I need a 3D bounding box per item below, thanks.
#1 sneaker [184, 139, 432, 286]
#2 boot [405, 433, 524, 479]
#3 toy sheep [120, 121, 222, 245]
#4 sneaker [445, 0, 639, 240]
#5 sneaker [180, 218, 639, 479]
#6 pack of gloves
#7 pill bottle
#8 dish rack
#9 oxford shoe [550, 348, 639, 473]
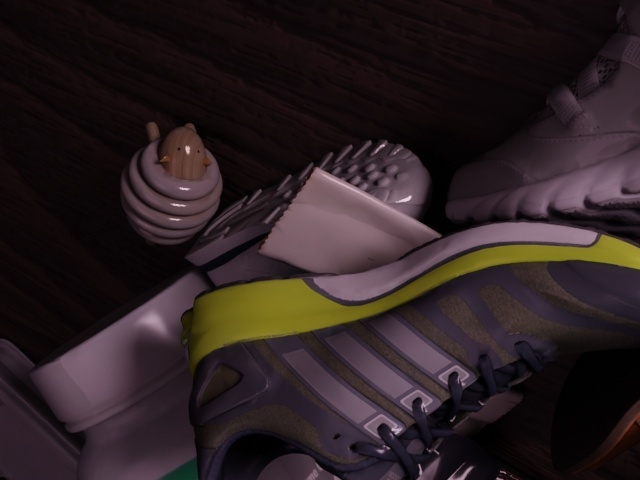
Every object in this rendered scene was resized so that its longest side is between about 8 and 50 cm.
[{"bbox_3d":[0.000,0.000,0.557,0.235,0.090,0.094,-17,117,47],"label":"sneaker"},{"bbox_3d":[0.143,0.232,0.601,0.219,0.082,0.106,45,160,-4],"label":"boot"},{"bbox_3d":[-0.125,-0.042,0.620,0.091,0.091,0.132,39,138,13],"label":"toy sheep"},{"bbox_3d":[0.175,-0.073,0.374,0.281,0.105,0.115,-25,63,50],"label":"sneaker"},{"bbox_3d":[0.054,0.077,0.414,0.300,0.121,0.111,-15,148,25],"label":"sneaker"},{"bbox_3d":[0.056,0.048,0.516,0.232,0.046,0.195,23,133,-15],"label":"pack of gloves"},{"bbox_3d":[-0.080,0.215,0.655,0.204,0.204,0.361,-25,100,45],"label":"pill bottle"},{"bbox_3d":[-0.385,0.323,1.063,0.333,0.072,0.285,37,134,17],"label":"dish rack"},{"bbox_3d":[0.207,0.089,0.448,0.076,0.076,0.212,16,137,-6],"label":"oxford shoe"}]
